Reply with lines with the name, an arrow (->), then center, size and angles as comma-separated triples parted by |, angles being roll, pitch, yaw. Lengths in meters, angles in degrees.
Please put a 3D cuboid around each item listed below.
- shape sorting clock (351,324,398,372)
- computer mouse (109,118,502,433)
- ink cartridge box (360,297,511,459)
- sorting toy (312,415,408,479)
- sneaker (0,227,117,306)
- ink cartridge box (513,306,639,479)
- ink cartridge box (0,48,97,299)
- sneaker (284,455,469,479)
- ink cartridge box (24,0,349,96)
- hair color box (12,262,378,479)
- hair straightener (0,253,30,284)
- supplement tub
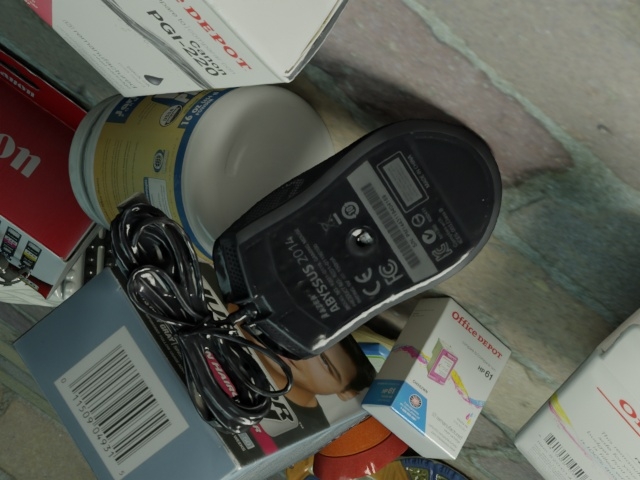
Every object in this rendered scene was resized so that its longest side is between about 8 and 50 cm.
shape sorting clock -> 0.069, 0.139, 1.468 | 0.206, 0.040, 0.206 | 25, 157, 12
computer mouse -> 0.000, 0.000, 0.997 | 0.188, 0.272, 0.072 | 62, -179, -13
ink cartridge box -> 0.107, 0.125, 1.262 | 0.088, 0.122, 0.052 | 40, 155, -22
sorting toy -> -0.039, 0.194, 1.727 | 0.365, 0.127, 0.126 | 8, 119, 55
sneaker -> -0.322, 0.032, 1.626 | 0.292, 0.110, 0.118 | 10, 162, -9
ink cartridge box -> 0.278, 0.146, 0.981 | 0.207, 0.119, 0.353 | 48, 164, 12
ink cartridge box -> -0.362, -0.099, 1.434 | 0.309, 0.130, 0.272 | 35, 159, -6
sneaker -> 0.104, 0.316, 1.785 | 0.296, 0.112, 0.131 | 23, -177, 15
ink cartridge box -> -0.106, -0.180, 0.912 | 0.158, 0.092, 0.218 | 44, 156, -29
hair color box -> -0.083, 0.116, 1.197 | 0.185, 0.113, 0.374 | 56, -163, 10
hair straightener -> -0.388, -0.028, 1.398 | 0.230, 0.047, 0.089 | 42, 156, -32
supplement tub -> -0.099, -0.056, 1.112 | 0.199, 0.144, 0.144 | 9, 150, 48
